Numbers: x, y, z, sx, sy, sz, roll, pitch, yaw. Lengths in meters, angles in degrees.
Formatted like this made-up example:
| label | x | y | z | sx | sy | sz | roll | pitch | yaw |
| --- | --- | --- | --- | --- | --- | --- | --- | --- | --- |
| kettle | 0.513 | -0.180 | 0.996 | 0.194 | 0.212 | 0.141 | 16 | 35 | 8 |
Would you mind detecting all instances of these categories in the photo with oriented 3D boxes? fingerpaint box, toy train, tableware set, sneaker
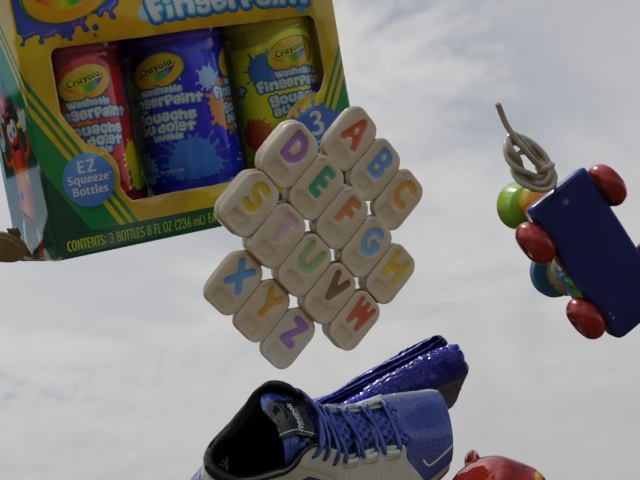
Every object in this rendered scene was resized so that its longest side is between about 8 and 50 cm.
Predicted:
| label | x | y | z | sx | sy | sz | roll | pitch | yaw |
| --- | --- | --- | --- | --- | --- | --- | --- | --- | --- |
| fingerpaint box | -0.189 | -0.195 | 1.801 | 0.445 | 0.371 | 0.163 | -12 | 5 | -30 |
| toy train | 0.203 | -0.033 | 1.275 | 0.105 | 0.248 | 0.143 | -39 | 17 | -9 |
| tableware set | -0.444 | -0.005 | 1.696 | 0.169 | 0.020 | 0.141 | -15 | -41 | 23 |
| sneaker | 0.005 | 0.231 | 1.546 | 0.316 | 0.127 | 0.182 | -14 | -30 | -13 |

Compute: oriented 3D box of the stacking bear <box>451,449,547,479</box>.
| label | x | y | z | sx | sy | sz | roll | pitch | yaw |
| --- | --- | --- | --- | --- | --- | --- | --- | --- | --- |
| stacking bear | 0.246 | 0.374 | 1.629 | 0.164 | 0.289 | 0.175 | -23 | 19 | 23 |

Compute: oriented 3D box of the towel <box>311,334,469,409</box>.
| label | x | y | z | sx | sy | sz | roll | pitch | yaw |
| --- | --- | --- | --- | --- | --- | --- | --- | --- | --- |
| towel | 0.056 | 0.246 | 2.010 | 0.308 | 0.076 | 0.227 | -24 | -20 | -13 |

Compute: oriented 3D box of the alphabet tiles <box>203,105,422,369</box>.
| label | x | y | z | sx | sy | sz | roll | pitch | yaw |
| --- | --- | --- | --- | --- | --- | --- | --- | --- | --- |
| alphabet tiles | 0.000 | 0.000 | 1.577 | 0.021 | 0.278 | 0.284 | 25 | -19 | 48 |
